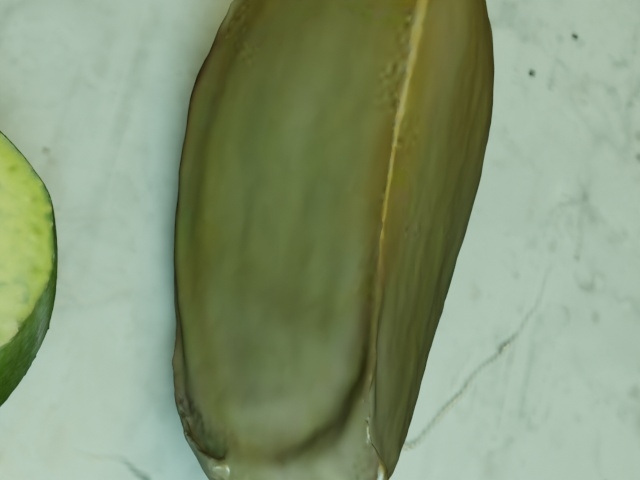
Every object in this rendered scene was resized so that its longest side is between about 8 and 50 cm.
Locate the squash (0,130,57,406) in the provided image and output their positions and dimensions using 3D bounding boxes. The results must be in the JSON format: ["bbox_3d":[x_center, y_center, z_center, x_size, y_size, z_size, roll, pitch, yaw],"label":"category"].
[{"bbox_3d":[-0.190,0.008,0.818,0.170,0.123,0.170,4,77,-20],"label":"squash"}]

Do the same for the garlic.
[{"bbox_3d":[-0.005,0.015,0.860,0.151,0.196,0.338,15,71,-4],"label":"garlic"}]
